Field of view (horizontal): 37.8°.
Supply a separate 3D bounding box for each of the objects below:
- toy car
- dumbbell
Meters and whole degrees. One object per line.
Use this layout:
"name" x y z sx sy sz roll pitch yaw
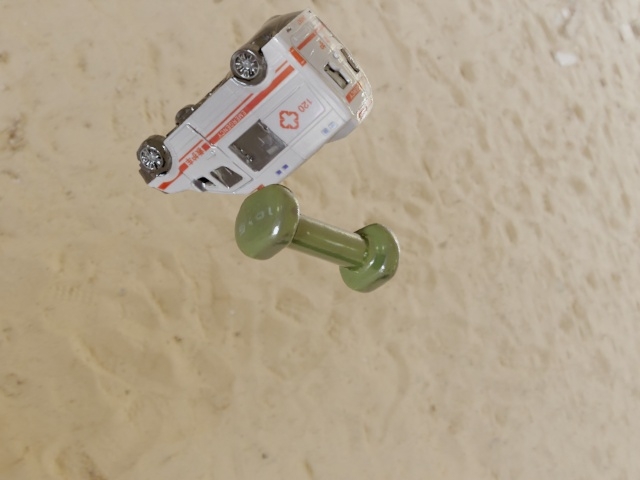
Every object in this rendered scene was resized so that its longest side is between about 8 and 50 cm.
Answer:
"toy car" -0.058 -0.093 0.776 0.108 0.209 0.089 46 34 -12
"dumbbell" 0.000 0.000 0.619 0.118 0.052 0.046 20 51 -41
